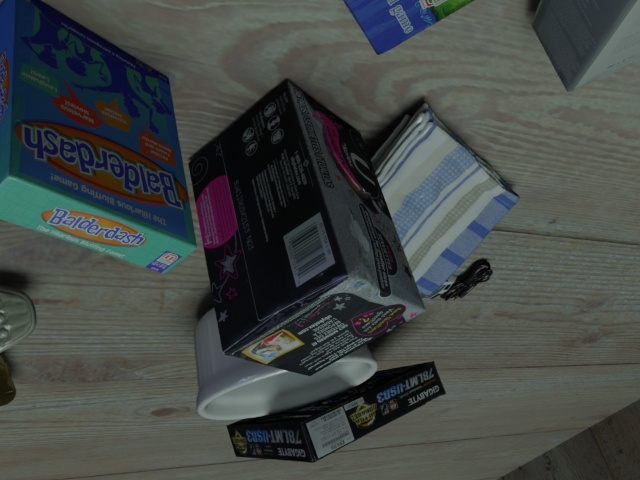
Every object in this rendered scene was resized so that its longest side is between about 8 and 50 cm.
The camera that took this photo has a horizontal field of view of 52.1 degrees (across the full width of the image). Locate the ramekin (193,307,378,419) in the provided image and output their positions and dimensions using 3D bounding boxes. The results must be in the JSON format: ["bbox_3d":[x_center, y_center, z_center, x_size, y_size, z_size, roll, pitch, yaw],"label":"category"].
[{"bbox_3d":[-0.062,0.171,1.010,0.278,0.135,0.277,-13,157,-6],"label":"ramekin"}]

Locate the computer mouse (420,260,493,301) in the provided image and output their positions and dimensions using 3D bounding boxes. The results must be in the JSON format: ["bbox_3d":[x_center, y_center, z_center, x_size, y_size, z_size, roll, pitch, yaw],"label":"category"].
[{"bbox_3d":[0.186,0.066,1.079,0.193,0.042,0.106,4,147,-36],"label":"computer mouse"}]

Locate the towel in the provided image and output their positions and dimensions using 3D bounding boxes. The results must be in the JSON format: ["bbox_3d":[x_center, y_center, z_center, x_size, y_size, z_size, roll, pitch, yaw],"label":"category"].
[{"bbox_3d":[0.138,-0.033,0.858,0.209,0.034,0.285,-50,139,11],"label":"towel"}]

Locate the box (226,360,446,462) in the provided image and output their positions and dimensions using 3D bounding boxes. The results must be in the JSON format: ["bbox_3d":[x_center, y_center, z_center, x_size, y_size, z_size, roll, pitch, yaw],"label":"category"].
[{"bbox_3d":[0.022,0.309,1.183,0.294,0.073,0.296,-13,173,-35],"label":"box"}]

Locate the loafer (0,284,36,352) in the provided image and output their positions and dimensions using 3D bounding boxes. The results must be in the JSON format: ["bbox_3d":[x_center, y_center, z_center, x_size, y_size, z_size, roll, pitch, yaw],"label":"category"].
[{"bbox_3d":[-0.519,0.116,0.813,0.320,0.111,0.111,-9,-178,-12],"label":"loafer"}]

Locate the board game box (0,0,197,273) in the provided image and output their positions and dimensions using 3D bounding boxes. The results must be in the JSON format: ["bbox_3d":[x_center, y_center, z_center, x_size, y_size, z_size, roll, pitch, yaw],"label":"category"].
[{"bbox_3d":[-0.189,-0.089,0.538,0.047,0.210,0.160,-35,143,26],"label":"board game box"}]

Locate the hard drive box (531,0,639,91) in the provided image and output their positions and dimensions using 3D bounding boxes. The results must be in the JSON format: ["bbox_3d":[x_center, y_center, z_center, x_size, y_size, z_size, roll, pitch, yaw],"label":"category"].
[{"bbox_3d":[0.299,-0.238,0.550,0.181,0.089,0.232,-24,170,2],"label":"hard drive box"}]

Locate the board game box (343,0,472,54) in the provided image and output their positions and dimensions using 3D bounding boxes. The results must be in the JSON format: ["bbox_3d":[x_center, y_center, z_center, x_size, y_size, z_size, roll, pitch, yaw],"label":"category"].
[{"bbox_3d":[0.108,-0.323,0.451,0.318,0.065,0.319,-28,146,17],"label":"board game box"}]

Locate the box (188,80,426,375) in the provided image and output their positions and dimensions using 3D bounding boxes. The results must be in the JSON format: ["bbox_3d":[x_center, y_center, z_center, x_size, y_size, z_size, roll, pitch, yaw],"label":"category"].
[{"bbox_3d":[-0.019,-0.010,0.691,0.163,0.247,0.142,-34,145,25],"label":"box"}]

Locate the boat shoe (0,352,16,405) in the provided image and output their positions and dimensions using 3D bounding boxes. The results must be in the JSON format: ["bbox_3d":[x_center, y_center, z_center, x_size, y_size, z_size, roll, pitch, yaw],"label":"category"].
[{"bbox_3d":[-0.492,0.207,0.993,0.050,0.045,0.135,-6,142,-29],"label":"boat shoe"}]
